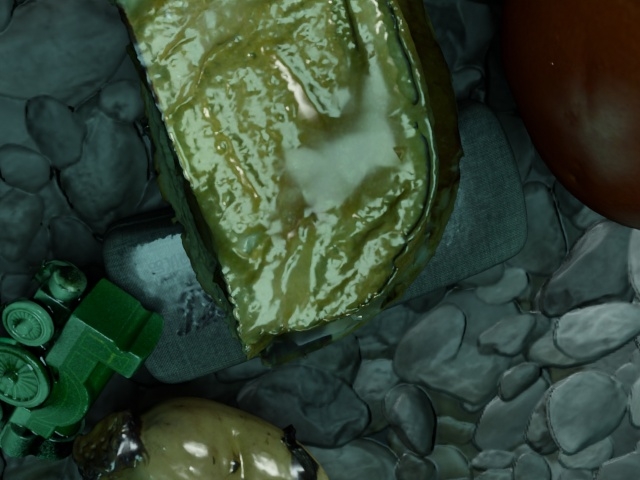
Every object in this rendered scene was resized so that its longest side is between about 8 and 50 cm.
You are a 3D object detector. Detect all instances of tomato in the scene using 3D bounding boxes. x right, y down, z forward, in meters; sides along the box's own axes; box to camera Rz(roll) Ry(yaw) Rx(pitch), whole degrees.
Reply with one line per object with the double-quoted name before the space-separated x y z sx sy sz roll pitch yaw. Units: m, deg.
"tomato" 0.285 -0.148 0.704 0.321 0.321 0.322 -4 107 -12

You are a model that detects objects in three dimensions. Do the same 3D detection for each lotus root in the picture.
"lotus root" -0.079 0.200 0.812 0.154 0.140 0.257 -38 127 10

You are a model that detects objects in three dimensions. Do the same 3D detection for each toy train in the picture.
"toy train" -0.194 0.093 0.770 0.104 0.071 0.178 33 125 -6

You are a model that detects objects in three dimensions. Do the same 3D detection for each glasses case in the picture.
"glasses case" 0.000 0.000 0.812 0.323 0.074 0.131 -20 108 -6

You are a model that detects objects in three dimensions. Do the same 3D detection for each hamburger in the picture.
"hamburger" -0.010 -0.086 0.691 0.211 0.132 0.309 -20 99 -9

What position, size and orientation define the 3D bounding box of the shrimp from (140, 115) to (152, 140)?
"shrimp" -0.061 -0.168 0.764 0.217 0.051 0.150 -40 108 -7
